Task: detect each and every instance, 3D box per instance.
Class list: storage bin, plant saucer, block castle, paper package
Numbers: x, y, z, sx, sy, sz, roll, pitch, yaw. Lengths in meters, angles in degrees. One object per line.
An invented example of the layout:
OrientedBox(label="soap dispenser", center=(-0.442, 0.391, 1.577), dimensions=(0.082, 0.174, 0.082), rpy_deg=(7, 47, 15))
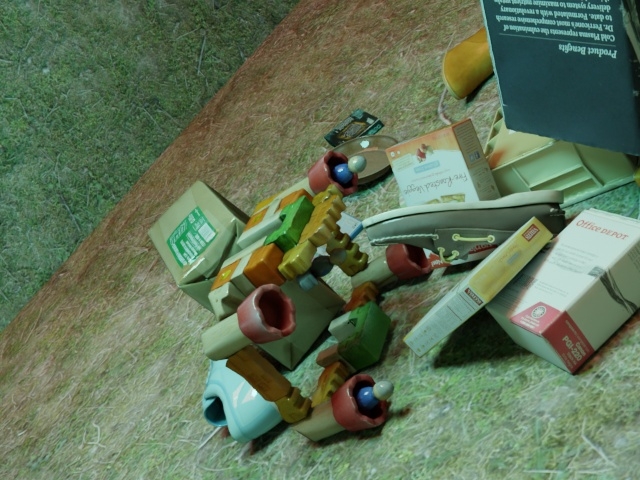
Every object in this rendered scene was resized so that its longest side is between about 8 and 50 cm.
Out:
OrientedBox(label="storage bin", center=(0.424, -0.181, 1.799), dimensions=(0.260, 0.123, 0.262), rpy_deg=(-24, 27, 36))
OrientedBox(label="plant saucer", center=(0.095, -0.181, 2.383), dimensions=(0.199, 0.036, 0.198), rpy_deg=(-14, 32, 9))
OrientedBox(label="block castle", center=(0.021, 0.077, 1.708), dimensions=(0.213, 0.303, 0.453), rpy_deg=(-31, 22, 37))
OrientedBox(label="paper package", center=(-0.150, 0.056, 1.977), dimensions=(0.168, 0.309, 0.325), rpy_deg=(-51, 25, 2))

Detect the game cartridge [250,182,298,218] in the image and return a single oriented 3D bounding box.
OrientedBox(label="game cartridge", center=(-0.080, -0.030, 2.423), dimensions=(0.285, 0.052, 0.323), rpy_deg=(-25, 28, 33))

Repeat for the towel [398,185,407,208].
OrientedBox(label="towel", center=(0.214, -0.115, 2.150), dimensions=(0.113, 0.023, 0.152), rpy_deg=(-33, 24, 21))

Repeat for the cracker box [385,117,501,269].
OrientedBox(label="cracker box", center=(0.224, -0.076, 1.762), dimensions=(0.156, 0.232, 0.067), rpy_deg=(-16, 9, 46))

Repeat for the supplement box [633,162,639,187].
OrientedBox(label="supplement box", center=(0.571, -0.101, 1.465), dimensions=(0.080, 0.078, 0.233), rpy_deg=(-53, 24, -23))

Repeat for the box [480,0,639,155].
OrientedBox(label="box", center=(0.491, -0.449, 1.522), dimensions=(0.480, 0.471, 0.297), rpy_deg=(-30, 30, -25))

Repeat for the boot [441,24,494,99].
OrientedBox(label="boot", center=(0.407, -0.449, 2.373), dimensions=(0.211, 0.104, 0.295), rpy_deg=(-23, 23, 36))

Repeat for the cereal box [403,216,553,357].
OrientedBox(label="cereal box", center=(0.233, 0.074, 1.547), dimensions=(0.173, 0.047, 0.240), rpy_deg=(-40, -7, -32))

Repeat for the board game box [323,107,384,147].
OrientedBox(label="board game box", center=(0.086, -0.285, 2.674), dimensions=(0.126, 0.026, 0.186), rpy_deg=(-40, 21, -1))

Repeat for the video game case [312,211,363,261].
OrientedBox(label="video game case", center=(0.000, 0.000, 2.207), dimensions=(0.119, 0.015, 0.166), rpy_deg=(30, 69, 39))

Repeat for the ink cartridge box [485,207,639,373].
OrientedBox(label="ink cartridge box", center=(0.367, 0.066, 1.449), dimensions=(0.218, 0.092, 0.158), rpy_deg=(-44, 22, -7))

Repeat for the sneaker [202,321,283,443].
OrientedBox(label="sneaker", center=(-0.170, 0.257, 1.885), dimensions=(0.150, 0.135, 0.366), rpy_deg=(-39, 20, -7))

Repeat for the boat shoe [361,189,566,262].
OrientedBox(label="boat shoe", center=(0.231, -0.015, 1.637), dimensions=(0.325, 0.096, 0.116), rpy_deg=(-7, -2, -1))
